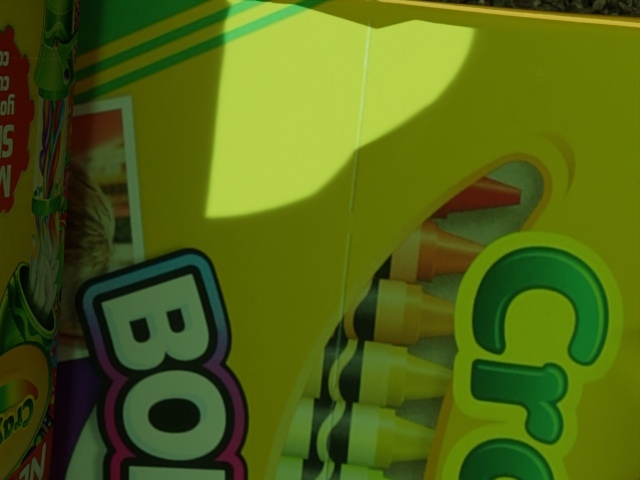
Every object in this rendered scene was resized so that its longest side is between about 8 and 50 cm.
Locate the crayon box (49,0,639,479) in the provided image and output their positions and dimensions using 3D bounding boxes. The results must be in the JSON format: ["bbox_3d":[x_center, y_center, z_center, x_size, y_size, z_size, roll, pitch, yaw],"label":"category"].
[{"bbox_3d":[-0.048,0.090,0.594,0.313,0.363,0.106,7,8,11],"label":"crayon box"}]

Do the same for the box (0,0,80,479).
[{"bbox_3d":[-0.196,-0.049,0.403,0.177,0.279,0.290,7,9,15],"label":"box"}]
